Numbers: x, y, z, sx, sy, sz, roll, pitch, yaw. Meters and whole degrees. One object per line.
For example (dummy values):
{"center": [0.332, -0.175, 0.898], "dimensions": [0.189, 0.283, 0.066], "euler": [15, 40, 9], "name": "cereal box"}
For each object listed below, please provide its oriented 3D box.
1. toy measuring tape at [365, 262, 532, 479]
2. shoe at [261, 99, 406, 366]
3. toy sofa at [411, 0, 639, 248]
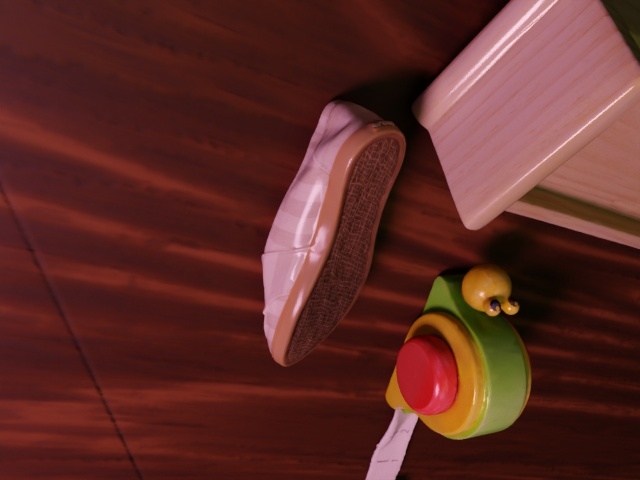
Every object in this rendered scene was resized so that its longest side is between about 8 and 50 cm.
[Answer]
{"center": [0.115, 0.170, 0.656], "dimensions": [0.121, 0.121, 0.330], "euler": [-1, 122, -27], "name": "toy measuring tape"}
{"center": [0.000, 0.000, 0.522], "dimensions": [0.076, 0.058, 0.219], "euler": [-14, 134, -44], "name": "shoe"}
{"center": [0.254, -0.086, 0.550], "dimensions": [0.362, 0.177, 0.150], "euler": [12, 140, -33], "name": "toy sofa"}
